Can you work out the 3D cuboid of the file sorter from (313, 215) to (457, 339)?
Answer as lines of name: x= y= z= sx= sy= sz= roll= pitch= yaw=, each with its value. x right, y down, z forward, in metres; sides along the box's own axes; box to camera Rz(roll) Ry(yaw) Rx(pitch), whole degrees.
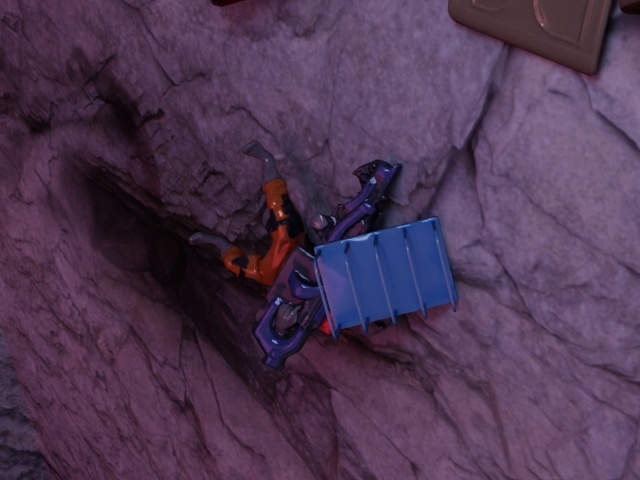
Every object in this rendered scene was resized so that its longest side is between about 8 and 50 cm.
file sorter: x=0.085 y=0.052 z=1.372 sx=0.170 sy=0.104 sz=0.118 roll=-14 pitch=99 yaw=6

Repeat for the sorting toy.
sorting toy: x=0.207 y=-0.336 z=1.183 sx=0.307 sy=0.041 sz=0.229 roll=32 pitch=133 yaw=37

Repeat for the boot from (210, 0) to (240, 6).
boot: x=-0.170 y=-0.472 z=1.486 sx=0.377 sy=0.138 sz=0.284 roll=-11 pitch=98 yaw=45

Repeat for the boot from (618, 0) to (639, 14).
boot: x=0.389 y=-0.333 z=0.935 sx=0.283 sy=0.109 sz=0.220 roll=-4 pitch=87 yaw=41

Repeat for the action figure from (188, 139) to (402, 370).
action figure: x=0.000 y=0.000 z=1.525 sx=0.330 sy=0.178 sz=0.341 roll=44 pitch=106 yaw=19
